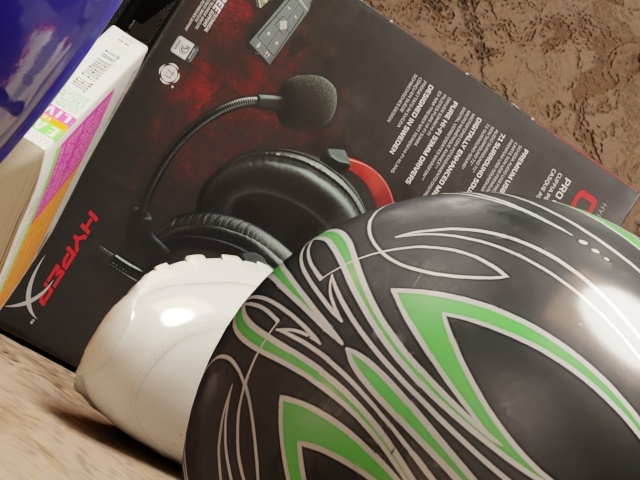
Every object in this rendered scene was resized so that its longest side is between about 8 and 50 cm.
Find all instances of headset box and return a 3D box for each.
[{"bbox_3d":[0.000,0.000,0.888,0.293,0.218,0.110,32,2,-26],"label":"headset box"}]

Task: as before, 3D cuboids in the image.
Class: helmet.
[{"bbox_3d":[0.044,0.067,0.451,0.161,0.169,0.169,49,-2,-8],"label":"helmet"}]

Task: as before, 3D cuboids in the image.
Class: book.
[{"bbox_3d":[-0.112,-0.023,0.694,0.035,0.096,0.144,31,21,-3],"label":"book"}]

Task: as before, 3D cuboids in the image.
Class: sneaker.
[{"bbox_3d":[-0.006,0.081,0.754,0.235,0.090,0.095,29,12,-50],"label":"sneaker"}]

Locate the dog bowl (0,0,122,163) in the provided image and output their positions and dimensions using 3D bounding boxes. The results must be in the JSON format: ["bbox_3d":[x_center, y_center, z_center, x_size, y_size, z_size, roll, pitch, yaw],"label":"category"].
[{"bbox_3d":[-0.156,-0.121,0.642,0.104,0.265,0.265,34,0,-28],"label":"dog bowl"}]
